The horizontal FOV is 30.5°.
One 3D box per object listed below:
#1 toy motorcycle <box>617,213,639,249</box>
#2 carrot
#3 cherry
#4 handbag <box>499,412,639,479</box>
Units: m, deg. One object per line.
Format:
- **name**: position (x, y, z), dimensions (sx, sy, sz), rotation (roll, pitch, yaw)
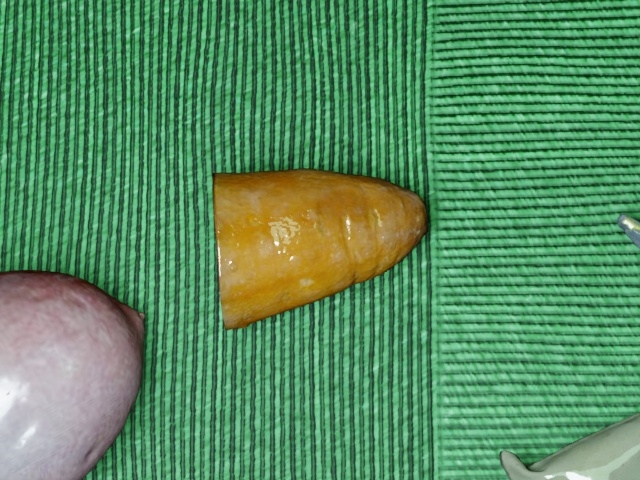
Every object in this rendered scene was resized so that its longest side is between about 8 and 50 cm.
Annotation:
- **toy motorcycle**: position (0.387, 0.029, 1.195), dimensions (0.193, 0.061, 0.124), rotation (42, 87, 8)
- **carrot**: position (0.000, 0.000, 1.192), dimensions (0.224, 0.159, 0.159), rotation (-6, 79, -9)
- **cherry**: position (-0.289, 0.131, 1.142), dimensions (0.239, 0.206, 0.239), rotation (-4, 73, 14)
- **handbag**: position (0.364, 0.265, 1.129), dimensions (0.315, 0.109, 0.253), rotation (-22, 84, -1)
